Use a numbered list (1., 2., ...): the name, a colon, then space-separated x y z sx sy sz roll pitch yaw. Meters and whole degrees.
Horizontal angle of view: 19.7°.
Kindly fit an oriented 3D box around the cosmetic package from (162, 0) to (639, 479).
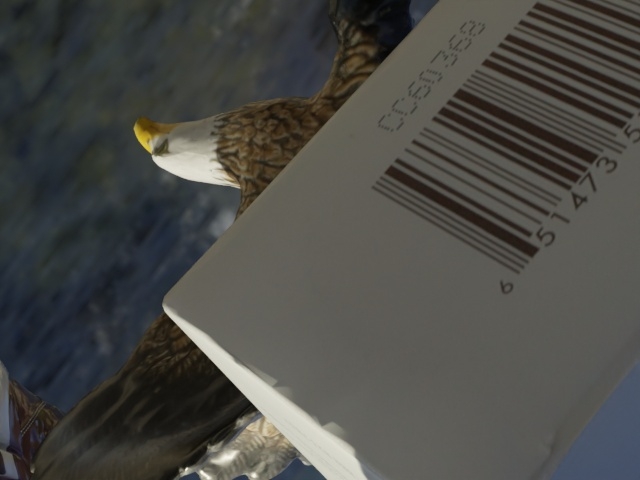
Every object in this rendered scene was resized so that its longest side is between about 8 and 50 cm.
1. cosmetic package: 0.152 0.078 0.600 0.217 0.156 0.385 -49 131 -7

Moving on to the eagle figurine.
1. eagle figurine: -0.007 -0.002 0.835 0.225 0.226 0.298 17 -84 64

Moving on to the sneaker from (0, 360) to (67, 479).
1. sneaker: -0.173 0.213 1.158 0.106 0.281 0.162 -22 147 26
